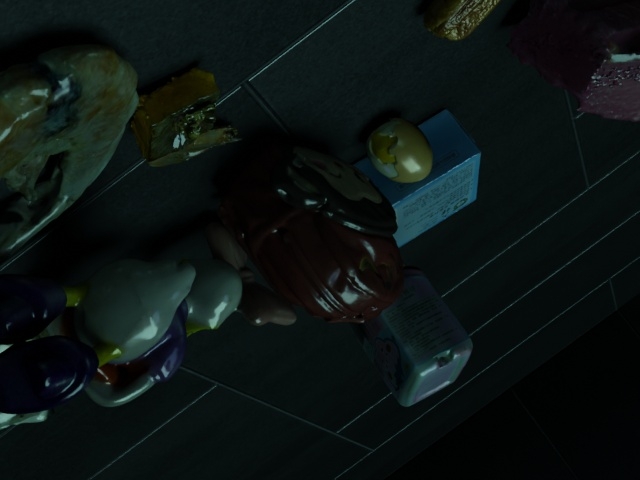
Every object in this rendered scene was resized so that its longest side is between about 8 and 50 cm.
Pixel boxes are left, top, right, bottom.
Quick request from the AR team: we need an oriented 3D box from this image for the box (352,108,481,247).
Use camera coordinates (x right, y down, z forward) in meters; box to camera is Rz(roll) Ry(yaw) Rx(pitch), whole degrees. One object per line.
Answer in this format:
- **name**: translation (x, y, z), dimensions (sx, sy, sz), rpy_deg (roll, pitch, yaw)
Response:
- **box**: translation (0.088, -0.051, 1.520), dimensions (0.232, 0.083, 0.142), rpy_deg (-33, 157, -9)

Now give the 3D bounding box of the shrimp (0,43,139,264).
- **shrimp**: translation (-0.295, -0.035, 1.036), dimensions (0.360, 0.085, 0.247), rpy_deg (-43, 163, 8)

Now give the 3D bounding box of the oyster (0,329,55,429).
- **oyster**: translation (-0.343, 0.136, 1.292), dimensions (0.260, 0.092, 0.198), rpy_deg (-8, 147, -32)

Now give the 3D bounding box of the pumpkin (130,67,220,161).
- **pumpkin**: translation (-0.133, -0.115, 1.119), dimensions (0.083, 0.054, 0.074), rpy_deg (-32, 162, -20)

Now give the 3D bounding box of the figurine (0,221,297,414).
- **figurine**: translation (-0.184, 0.069, 1.234), dimensions (0.193, 0.154, 0.421), rpy_deg (-34, 170, 20)

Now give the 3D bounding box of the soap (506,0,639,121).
- **soap**: translation (0.383, -0.244, 1.422), dimensions (0.289, 0.182, 0.112), rpy_deg (-23, 154, -39)

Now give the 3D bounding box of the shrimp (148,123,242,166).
- **shrimp**: translation (-0.131, -0.095, 1.205), dimensions (0.108, 0.023, 0.059), rpy_deg (-14, 159, -42)

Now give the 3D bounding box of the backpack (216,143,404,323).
- **backpack**: translation (0.002, -0.001, 1.321), dimensions (0.139, 0.229, 0.229), rpy_deg (-41, 157, 23)

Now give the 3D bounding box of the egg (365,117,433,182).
- **egg**: translation (0.096, -0.105, 1.423), dimensions (0.071, 0.083, 0.071), rpy_deg (-41, -177, 3)

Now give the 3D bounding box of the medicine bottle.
- **medicine bottle**: translation (0.095, 0.095, 1.465), dimensions (0.094, 0.188, 0.119), rpy_deg (-26, 157, -20)

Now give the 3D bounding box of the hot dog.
- **hot dog**: translation (0.174, -0.275, 1.241), dimensions (0.071, 0.045, 0.165), rpy_deg (1, 138, -53)
